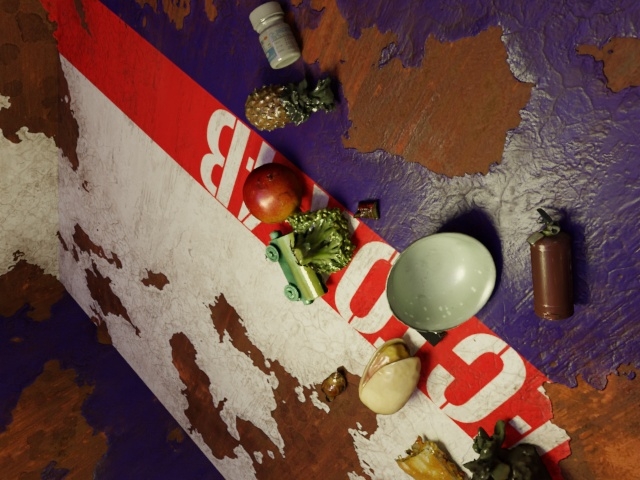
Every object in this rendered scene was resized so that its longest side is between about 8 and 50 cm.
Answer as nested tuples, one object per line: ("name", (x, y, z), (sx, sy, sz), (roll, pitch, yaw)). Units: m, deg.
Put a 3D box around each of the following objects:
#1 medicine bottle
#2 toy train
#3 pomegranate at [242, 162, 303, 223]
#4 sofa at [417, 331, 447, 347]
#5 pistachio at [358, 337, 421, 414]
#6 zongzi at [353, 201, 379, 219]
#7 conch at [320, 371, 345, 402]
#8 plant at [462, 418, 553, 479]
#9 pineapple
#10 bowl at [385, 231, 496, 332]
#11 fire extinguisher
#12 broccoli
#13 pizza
("medicine bottle", (-0.136, -0.619, 1.456), (0.105, 0.105, 0.168), (-18, 98, 44))
("toy train", (-0.076, 0.087, 1.755), (0.190, 0.126, 0.307), (-22, 94, 36))
("pomegranate", (-0.156, -0.154, 1.649), (0.210, 0.210, 0.235), (5, 152, 39))
("sofa", (0.343, 0.280, 1.543), (0.118, 0.039, 0.060), (42, 134, 16))
("pistachio", (0.228, 0.466, 1.634), (0.188, 0.187, 0.299), (31, 127, 25))
("zongzi", (0.135, -0.088, 1.513), (0.083, 0.073, 0.067), (18, 141, 35))
("conch", (0.042, 0.593, 1.931), (0.086, 0.080, 0.232), (53, 136, 18))
("plant", (0.553, 0.708, 1.452), (0.312, 0.215, 0.213), (49, 130, 3))
("pineapple", (-0.088, -0.438, 1.494), (0.310, 0.141, 0.170), (-2, 85, 34))
("bowl", (0.320, 0.091, 1.369), (0.146, 0.314, 0.313), (-108, 15, -63))
("fire extinguisher", (0.573, 0.058, 1.200), (0.105, 0.105, 0.268), (2, 112, 40))
("broccoli", (0.014, -0.008, 1.562), (0.180, 0.273, 0.242), (-28, 93, 12))
("pizza", (0.403, 0.797, 1.720), (0.290, 0.081, 0.228), (6, 121, 38))
